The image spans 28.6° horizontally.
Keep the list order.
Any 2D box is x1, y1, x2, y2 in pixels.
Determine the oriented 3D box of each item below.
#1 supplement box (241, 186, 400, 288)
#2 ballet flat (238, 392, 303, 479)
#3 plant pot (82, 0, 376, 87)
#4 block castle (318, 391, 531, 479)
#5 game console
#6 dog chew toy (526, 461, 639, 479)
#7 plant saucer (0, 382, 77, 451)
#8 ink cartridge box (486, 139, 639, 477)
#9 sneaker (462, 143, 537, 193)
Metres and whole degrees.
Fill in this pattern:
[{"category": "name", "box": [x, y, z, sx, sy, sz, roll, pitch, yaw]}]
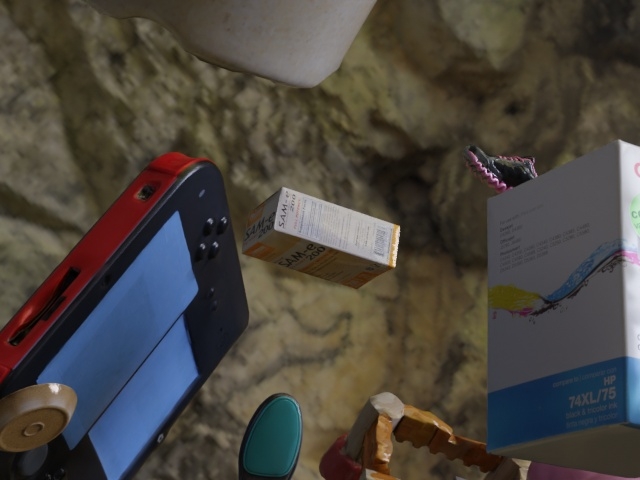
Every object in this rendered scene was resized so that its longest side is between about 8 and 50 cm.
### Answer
[{"category": "supplement box", "box": [0.000, 0.000, 0.920, 0.062, 0.098, 0.036, -35, -139, 59]}, {"category": "ballet flat", "box": [-0.066, 0.276, 1.457, 0.074, 0.074, 0.203, -3, -103, 62]}, {"category": "plant pot", "box": [-0.036, -0.286, 0.870, 0.334, 0.334, 0.305, -104, -143, -70]}, {"category": "block castle", "box": [0.141, 0.446, 1.659, 0.453, 0.303, 0.212, -83, -164, -55]}, {"category": "game console", "box": [-0.206, 0.127, 1.322, 0.060, 0.342, 0.386, 22, -123, 26]}, {"category": "dog chew toy", "box": [0.373, 0.374, 1.543, 0.207, 0.206, 0.332, -38, -122, 7]}, {"category": "plant saucer", "box": [-0.233, 0.146, 1.009, 0.083, 0.083, 0.015, -38, -122, 8]}, {"category": "ink cartridge box", "box": [0.296, 0.075, 1.226, 0.197, 0.198, 0.270, -28, -126, 54]}, {"category": "sneaker", "box": [0.216, -0.080, 1.437, 0.057, 0.119, 0.047, -54, -164, 0]}]
